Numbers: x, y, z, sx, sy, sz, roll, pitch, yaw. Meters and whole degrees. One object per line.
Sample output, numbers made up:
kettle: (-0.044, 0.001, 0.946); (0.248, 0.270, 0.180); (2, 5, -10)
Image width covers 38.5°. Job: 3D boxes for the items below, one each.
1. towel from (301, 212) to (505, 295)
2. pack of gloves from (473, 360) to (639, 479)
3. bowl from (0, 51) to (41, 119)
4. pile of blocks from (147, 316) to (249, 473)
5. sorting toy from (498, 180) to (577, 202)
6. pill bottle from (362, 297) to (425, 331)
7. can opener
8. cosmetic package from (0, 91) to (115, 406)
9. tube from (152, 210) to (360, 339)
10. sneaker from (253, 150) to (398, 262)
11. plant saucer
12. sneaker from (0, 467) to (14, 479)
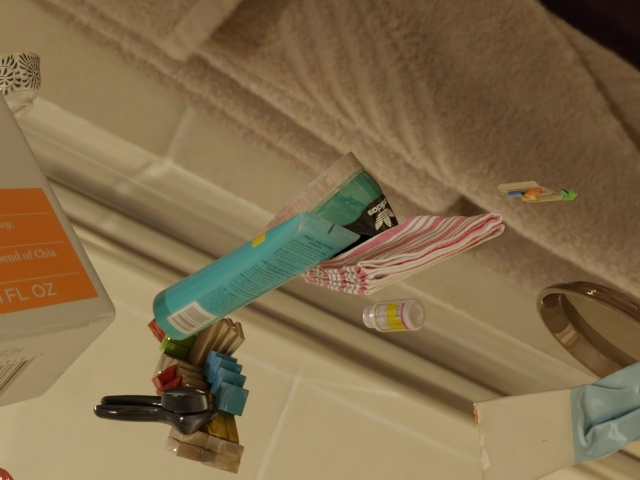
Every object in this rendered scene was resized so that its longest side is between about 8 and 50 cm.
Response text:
towel: (0.069, 0.006, 0.861); (0.144, 0.029, 0.197); (-23, 7, -16)
pack of gloves: (0.232, 0.209, 0.803); (0.046, 0.232, 0.195); (-176, 78, -67)
bowl: (-0.570, -0.264, 1.653); (0.170, 0.080, 0.170); (-26, -2, -1)
pile of blocks: (-0.198, 0.194, 1.413); (0.149, 0.113, 0.362); (-51, 36, 20)
sorting toy: (0.262, -0.057, 1.095); (0.083, 0.062, 0.012); (-2, 74, 49)
pill bottle: (0.098, 0.102, 1.240); (0.083, 0.043, 0.043); (-8, 56, 44)
can opener: (-0.235, 0.239, 1.313); (0.059, 0.186, 0.073); (-29, -65, -68)
cosmetic package: (-0.404, -0.063, 0.833); (0.161, 0.230, 0.453); (-43, 70, 32)
tube: (-0.067, 0.031, 0.846); (0.207, 0.080, 0.052); (-28, 64, 29)
sneaker: (0.000, 0.000, 1.201); (0.108, 0.121, 0.302); (-38, -2, -28)
plant saucer: (0.430, 0.148, 1.292); (0.041, 0.278, 0.278); (-49, 18, -13)
sneaker: (-0.372, 0.350, 0.906); (0.116, 0.136, 0.314); (-56, 39, 16)
